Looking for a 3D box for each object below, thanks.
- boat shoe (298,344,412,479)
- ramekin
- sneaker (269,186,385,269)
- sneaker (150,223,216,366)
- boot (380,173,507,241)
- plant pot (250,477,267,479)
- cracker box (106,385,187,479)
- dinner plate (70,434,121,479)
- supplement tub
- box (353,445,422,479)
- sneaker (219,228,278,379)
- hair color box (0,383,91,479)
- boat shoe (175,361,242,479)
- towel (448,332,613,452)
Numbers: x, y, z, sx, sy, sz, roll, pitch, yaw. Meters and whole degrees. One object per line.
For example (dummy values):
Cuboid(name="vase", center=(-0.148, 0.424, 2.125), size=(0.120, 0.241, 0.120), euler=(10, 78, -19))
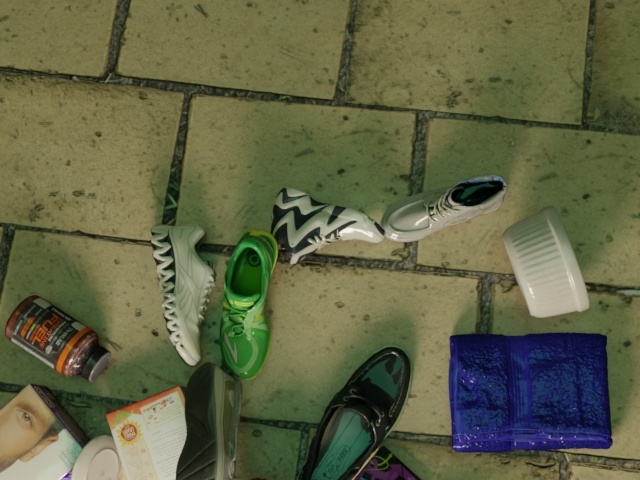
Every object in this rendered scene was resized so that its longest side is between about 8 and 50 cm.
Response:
Cuboid(name="boat shoe", center=(0.066, 0.345, 1.790), size=(0.127, 0.113, 0.340), euler=(37, 83, 10))
Cuboid(name="ramekin", center=(0.422, 0.048, 1.791), size=(0.109, 0.207, 0.207), euler=(-19, 78, 8))
Cuboid(name="sneaker", center=(0.000, 0.000, 1.874), size=(0.235, 0.094, 0.153), euler=(21, 82, 7))
Cuboid(name="sneaker", center=(-0.259, 0.102, 1.867), size=(0.118, 0.110, 0.292), euler=(-10, 79, -8))
Cuboid(name="boot", center=(0.242, -0.073, 1.860), size=(0.258, 0.123, 0.095), euler=(-20, 78, -1))
Cuboid(name="plant pot", center=(-0.112, 0.542, 1.718), size=(0.191, 0.191, 0.174), euler=(40, 76, 10))
Cuboid(name="cracker box", center=(-0.299, 0.416, 1.819), size=(0.155, 0.067, 0.232), euler=(-21, 77, -1))
Cuboid(name="dinner plate", center=(-0.418, 0.439, 1.785), size=(0.017, 0.141, 0.141), euler=(9, 78, 27))
Cuboid(name="supplement tub", center=(-0.511, 0.197, 1.855), size=(0.198, 0.106, 0.106), euler=(30, 82, 8))
Cuboid(name="box", center=(0.114, 0.474, 1.760), size=(0.116, 0.029, 0.162), euler=(41, 47, 9))
Cuboid(name="sneaker", center=(-0.152, 0.124, 1.824), size=(0.109, 0.123, 0.295), euler=(6, 96, 13))
Cuboid(name="hair color box", center=(-0.615, 0.456, 1.808), size=(0.339, 0.110, 0.185), euler=(-42, 79, -7))
Cuboid(name="boat shoe", center=(-0.192, 0.379, 1.743), size=(0.118, 0.103, 0.320), euler=(-36, 40, 30))
Cuboid(name="towel", center=(0.400, 0.288, 1.804), size=(0.308, 0.076, 0.228), euler=(-1, 79, 3))
